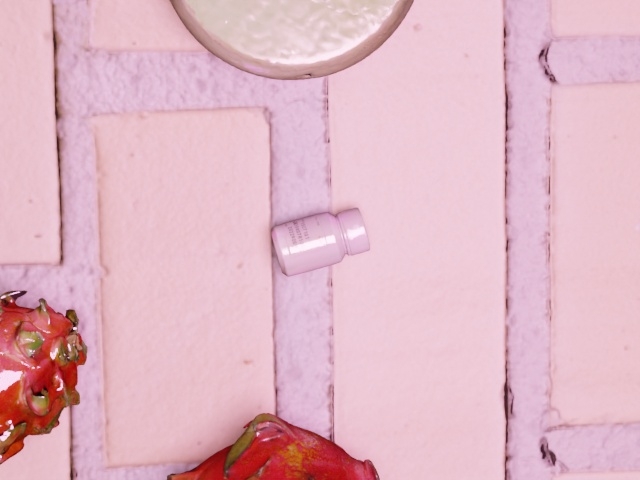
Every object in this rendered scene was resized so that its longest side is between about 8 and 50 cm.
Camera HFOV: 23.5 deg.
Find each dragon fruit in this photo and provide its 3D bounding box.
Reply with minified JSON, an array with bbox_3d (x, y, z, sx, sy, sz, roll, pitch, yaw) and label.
[{"bbox_3d":[-0.316,0.152,1.445,0.135,0.137,0.236,35,91,9],"label":"dragon fruit"},{"bbox_3d":[-0.061,0.288,1.464,0.269,0.198,0.200,-35,123,2],"label":"dragon fruit"}]

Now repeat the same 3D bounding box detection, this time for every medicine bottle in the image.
[{"bbox_3d":[0.000,0.000,1.489,0.089,0.052,0.052,-15,97,-2],"label":"medicine bottle"}]

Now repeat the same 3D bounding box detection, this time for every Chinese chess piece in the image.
[{"bbox_3d":[-0.027,-0.275,1.435,0.250,0.101,0.250,0,96,-3],"label":"Chinese chess piece"}]
